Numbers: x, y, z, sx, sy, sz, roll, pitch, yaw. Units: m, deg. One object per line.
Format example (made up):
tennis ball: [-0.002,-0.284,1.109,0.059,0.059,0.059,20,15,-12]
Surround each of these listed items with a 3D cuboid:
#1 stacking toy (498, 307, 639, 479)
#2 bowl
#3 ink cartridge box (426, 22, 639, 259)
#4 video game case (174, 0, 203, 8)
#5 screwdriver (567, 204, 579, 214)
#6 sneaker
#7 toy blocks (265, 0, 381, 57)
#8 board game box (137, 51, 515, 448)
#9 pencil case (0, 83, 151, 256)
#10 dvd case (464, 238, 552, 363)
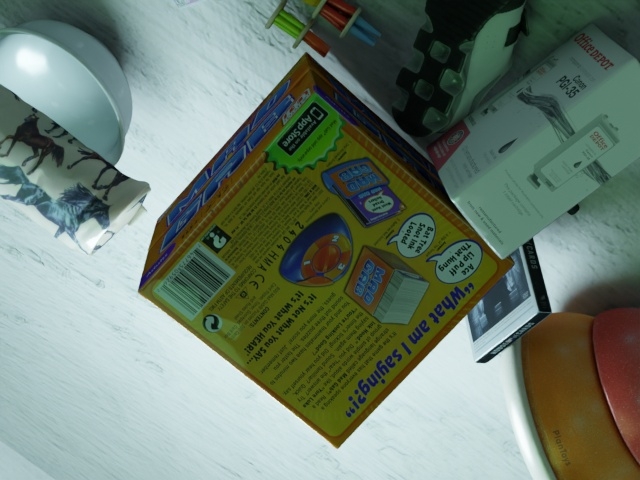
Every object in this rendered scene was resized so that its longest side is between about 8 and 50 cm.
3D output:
stacking toy: [0.544,0.215,1.855,0.480,0.350,0.350,-20,119,25]
bowl: [-0.426,-0.261,2.068,0.298,0.134,0.298,18,138,17]
ink cartridge box: [0.294,-0.135,1.588,0.283,0.207,0.117,-38,110,11]
video game case: [-0.215,-0.414,1.870,0.087,0.011,0.122,-9,125,39]
screwdriver: [0.327,-0.101,1.832,0.170,0.025,0.024,44,139,-14]
sneaker: [0.215,-0.295,1.654,0.122,0.146,0.330,43,123,27]
toy blocks: [0.006,-0.312,1.800,0.148,0.054,0.123,35,140,-4]
board game box: [0.000,0.000,1.768,0.356,0.356,0.356,40,101,-13]
pencil case: [-0.473,-0.137,2.000,0.410,0.183,0.160,36,112,-5]
dvd case: [0.268,0.043,1.874,0.030,0.238,0.179,6,148,-26]
